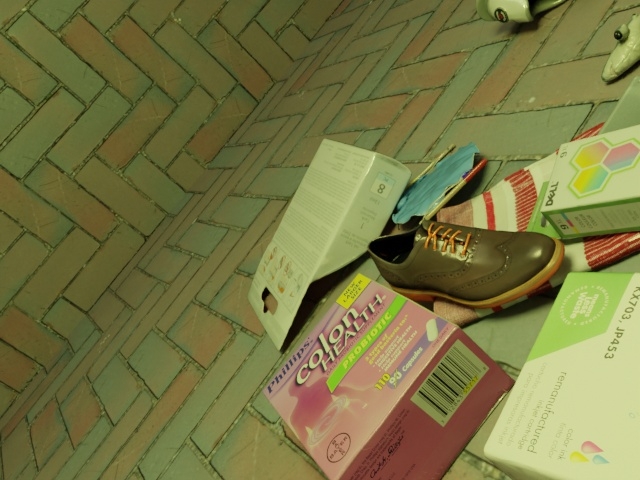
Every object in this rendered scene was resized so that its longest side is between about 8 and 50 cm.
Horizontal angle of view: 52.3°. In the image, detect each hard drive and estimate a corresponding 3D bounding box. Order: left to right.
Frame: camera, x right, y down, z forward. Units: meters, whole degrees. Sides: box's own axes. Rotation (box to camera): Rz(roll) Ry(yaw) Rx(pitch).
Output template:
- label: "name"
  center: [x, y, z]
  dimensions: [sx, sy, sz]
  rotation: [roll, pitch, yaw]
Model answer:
- label: "hard drive"
  center: [0.417, -0.159, 0.814]
  dimensions: [0.094, 0.022, 0.135]
  rotation: [13, 53, 41]

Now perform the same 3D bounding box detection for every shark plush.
- label: "shark plush"
  center: [0.467, -0.310, 0.982]
  dimensions: [0.067, 0.073, 0.161]
  rotation: [114, 179, -63]

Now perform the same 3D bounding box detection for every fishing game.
- label: "fishing game"
  center: [0.194, -0.086, 1.080]
  dimensions: [0.189, 0.041, 0.264]
  rotation: [-45, 10, 6]

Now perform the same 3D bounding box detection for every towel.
- label: "towel"
  center: [0.290, -0.027, 0.861]
  dimensions: [0.329, 0.037, 0.237]
  rotation: [-31, 30, 32]

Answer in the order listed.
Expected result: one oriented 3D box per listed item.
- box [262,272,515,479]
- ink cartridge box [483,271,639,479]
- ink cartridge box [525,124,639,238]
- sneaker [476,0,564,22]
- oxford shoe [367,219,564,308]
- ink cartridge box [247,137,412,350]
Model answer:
- label: "box"
  center: [0.071, 0.181, 0.806]
  dimensions: [0.213, 0.117, 0.243]
  rotation: [-50, 24, -6]
- label: "ink cartridge box"
  center: [0.321, 0.134, 0.469]
  dimensions: [0.353, 0.119, 0.207]
  rotation: [-3, 48, 56]
- label: "ink cartridge box"
  center: [0.326, -0.065, 0.759]
  dimensions: [0.209, 0.062, 0.109]
  rotation: [-10, 46, 50]
- label: "sneaker"
  center: [0.469, -0.537, 1.264]
  dimensions: [0.330, 0.122, 0.146]
  rotation: [-47, 42, -2]
- label: "oxford shoe"
  center: [0.170, 0.023, 0.824]
  dimensions: [0.271, 0.098, 0.096]
  rotation: [-12, 44, 48]
- label: "ink cartridge box"
  center: [0.000, 0.000, 1.258]
  dimensions: [0.384, 0.091, 0.308]
  rotation: [-64, 21, 5]
